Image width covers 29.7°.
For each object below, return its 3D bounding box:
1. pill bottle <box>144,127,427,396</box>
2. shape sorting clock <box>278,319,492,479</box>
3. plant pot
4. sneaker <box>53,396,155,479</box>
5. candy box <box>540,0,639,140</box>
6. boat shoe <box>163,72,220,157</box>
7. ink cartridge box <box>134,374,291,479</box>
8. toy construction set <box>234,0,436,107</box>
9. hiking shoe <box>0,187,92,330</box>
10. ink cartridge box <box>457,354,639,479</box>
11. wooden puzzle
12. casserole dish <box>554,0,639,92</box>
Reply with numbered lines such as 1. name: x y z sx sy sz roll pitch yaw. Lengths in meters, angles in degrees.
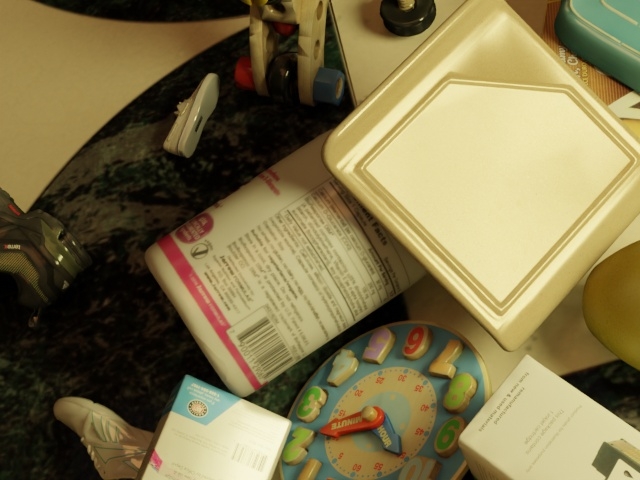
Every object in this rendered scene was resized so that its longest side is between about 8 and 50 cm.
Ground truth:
1. pill bottle: 0.000 0.000 1.084 0.283 0.160 0.160 -33 59 -7
2. shape sorting clock: 0.051 0.154 1.028 0.206 0.040 0.206 -23 45 25
3. plant pot: 0.278 0.053 1.009 0.095 0.134 0.134 4 60 49
4. sneaker: -0.190 0.190 1.100 0.152 0.054 0.061 23 73 25
5. candy box: 0.309 -0.205 1.151 0.183 0.087 0.316 5 64 18
6. boat shoe: -0.138 -0.135 1.273 0.035 0.035 0.100 15 74 20
7. ink cartridge box: -0.108 0.221 1.029 0.104 0.061 0.181 25 67 -9
8. toy construction set: -0.049 -0.312 1.224 0.309 0.237 0.257 34 76 29
9. hiking shoe: -0.348 0.003 1.227 0.227 0.086 0.114 25 68 25
10. ink cartridge box: 0.223 0.206 0.911 0.219 0.160 0.092 35 76 28
11. wooden puzzle: 0.148 -0.061 1.016 0.239 0.044 0.221 46 74 -6
12. casserole dish: 0.295 -0.194 1.076 0.188 0.037 0.114 39 79 28
